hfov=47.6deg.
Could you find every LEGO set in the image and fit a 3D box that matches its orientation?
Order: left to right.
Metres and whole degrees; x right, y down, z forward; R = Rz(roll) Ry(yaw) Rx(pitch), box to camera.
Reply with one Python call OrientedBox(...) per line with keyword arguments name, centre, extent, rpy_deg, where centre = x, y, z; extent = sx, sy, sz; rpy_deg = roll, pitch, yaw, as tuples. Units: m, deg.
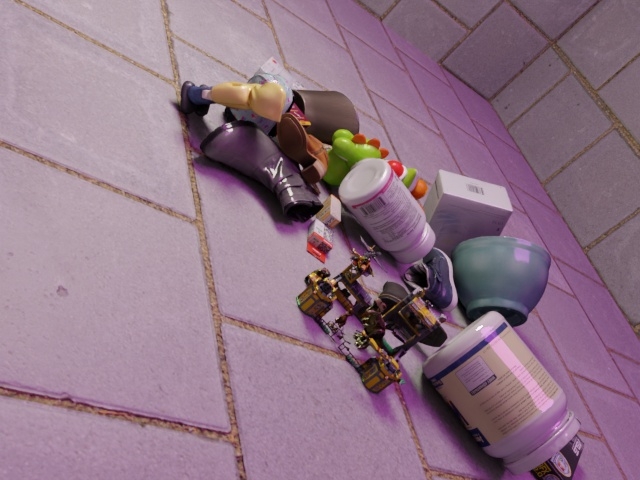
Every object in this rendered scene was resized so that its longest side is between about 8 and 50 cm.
OrientedBox(name="LEGO set", centre=(0.129, 0.149, 1.608), extent=(0.331, 0.192, 0.255), rpy_deg=(53, 28, 12))

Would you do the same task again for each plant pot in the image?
OrientedBox(name="plant pot", centre=(0.525, 0.140, 2.140), extent=(0.293, 0.293, 0.196), rpy_deg=(27, 60, -33))

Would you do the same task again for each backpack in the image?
OrientedBox(name="backpack", centre=(-0.155, -0.349, 1.886), extent=(0.152, 0.182, 0.115), rpy_deg=(51, 27, 7))

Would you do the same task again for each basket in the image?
OrientedBox(name="basket", centre=(-0.022, -0.369, 2.148), extent=(0.227, 0.154, 0.204), rpy_deg=(0, 53, -51))

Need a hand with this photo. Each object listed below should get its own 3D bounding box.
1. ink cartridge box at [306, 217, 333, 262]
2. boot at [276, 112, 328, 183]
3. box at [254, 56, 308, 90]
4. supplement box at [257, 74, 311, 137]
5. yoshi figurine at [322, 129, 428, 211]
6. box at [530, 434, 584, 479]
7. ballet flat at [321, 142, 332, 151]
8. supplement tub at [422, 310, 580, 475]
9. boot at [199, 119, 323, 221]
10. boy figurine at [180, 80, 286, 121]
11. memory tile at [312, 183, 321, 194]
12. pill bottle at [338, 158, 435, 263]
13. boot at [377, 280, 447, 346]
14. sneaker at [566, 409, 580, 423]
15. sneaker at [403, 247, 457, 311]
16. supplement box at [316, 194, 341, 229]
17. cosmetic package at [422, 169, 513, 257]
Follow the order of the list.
OrientedBox(name="ink cartridge box", centre=(0.000, 0.000, 1.804), extent=(0.063, 0.029, 0.115), rpy_deg=(37, 28, -20))
OrientedBox(name="boot", centre=(-0.041, -0.248, 1.837), extent=(0.152, 0.073, 0.197), rpy_deg=(-68, 137, -61))
OrientedBox(name="box", centre=(-0.112, -0.490, 2.297), extent=(0.186, 0.038, 0.145), rpy_deg=(42, 27, -11))
OrientedBox(name="supplement box", centre=(-0.130, -0.358, 2.018), extent=(0.188, 0.104, 0.081), rpy_deg=(53, 28, 13))
OrientedBox(name="yoshi figurine", centre=(0.135, -0.179, 2.104), extent=(0.362, 0.203, 0.203), rpy_deg=(36, 2, -31))
OrientedBox(name="box", centre=(0.586, 0.516, 1.915), extent=(0.216, 0.060, 0.270), rpy_deg=(52, 28, 11))
OrientedBox(name="ballet flat", centre=(0.055, -0.247, 2.181), extent=(0.206, 0.073, 0.067), rpy_deg=(23, 16, -45))
OrientedBox(name="supplement tub", centre=(0.422, 0.356, 1.704), extent=(0.325, 0.235, 0.235), rpy_deg=(52, 27, 10))
OrientedBox(name="boot", centre=(-0.122, -0.158, 1.746), extent=(0.338, 0.118, 0.222), rpy_deg=(3, 52, -55))
OrientedBox(name="boy figurine", centre=(-0.192, -0.334, 1.730), extent=(0.285, 0.092, 0.177), rpy_deg=(11, 7, 31))
OrientedBox(name="memory tile", centre=(-0.034, -0.182, 1.942), extent=(0.113, 0.012, 0.148), rpy_deg=(61, 2, 9))
OrientedBox(name="pill bottle", centre=(0.188, -0.073, 1.985), extent=(0.283, 0.160, 0.160), rpy_deg=(49, 22, -31))
OrientedBox(name="boot", centre=(0.237, 0.176, 1.842), extent=(0.198, 0.077, 0.137), rpy_deg=(36, 23, -3))
OrientedBox(name="sneaker", centre=(0.686, 0.491, 2.091), extent=(0.162, 0.063, 0.073), rpy_deg=(37, 25, -19))
OrientedBox(name="sneaker", centre=(0.303, 0.080, 2.068), extent=(0.163, 0.086, 0.226), rpy_deg=(31, 32, -33))
OrientedBox(name="supplement box", centre=(0.020, -0.068, 1.888), extent=(0.036, 0.062, 0.098), rpy_deg=(37, 28, -21))
OrientedBox(name="cosmetic package", centre=(0.432, -0.066, 2.228), extent=(0.224, 0.224, 0.138), rpy_deg=(14, 36, -8))
